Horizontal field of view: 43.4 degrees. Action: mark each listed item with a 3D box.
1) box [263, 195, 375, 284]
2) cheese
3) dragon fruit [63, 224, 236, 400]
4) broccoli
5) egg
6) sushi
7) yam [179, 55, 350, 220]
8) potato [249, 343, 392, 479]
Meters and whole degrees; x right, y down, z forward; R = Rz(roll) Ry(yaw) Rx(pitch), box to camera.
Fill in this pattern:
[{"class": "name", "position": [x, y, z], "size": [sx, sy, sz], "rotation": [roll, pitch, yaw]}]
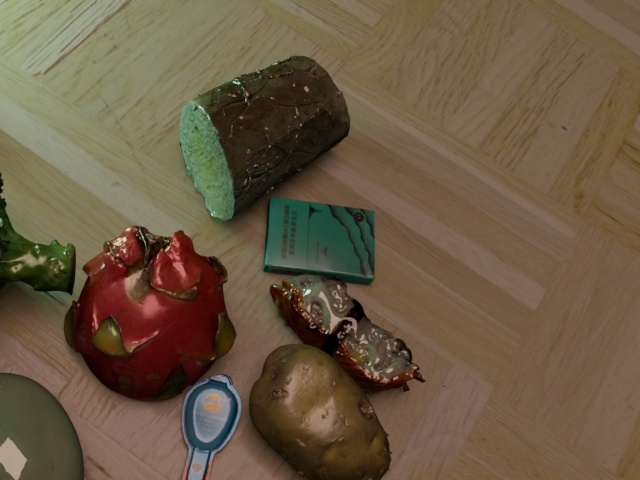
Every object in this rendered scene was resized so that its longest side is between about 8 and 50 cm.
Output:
[{"class": "box", "position": [0.000, 0.000, 1.650], "size": [0.226, 0.042, 0.161], "rotation": [7, 63, -10]}, {"class": "cheese", "position": [-0.206, 0.356, 1.423], "size": [0.106, 0.037, 0.256], "rotation": [15, 63, -5]}, {"class": "dragon fruit", "position": [-0.297, 0.114, 1.417], "size": [0.305, 0.226, 0.306], "rotation": [7, 61, -13]}, {"class": "broccoli", "position": [-0.568, 0.011, 1.365], "size": [0.297, 0.297, 0.298], "rotation": [6, 62, -15]}, {"class": "egg", "position": [-0.484, 0.342, 1.264], "size": [0.202, 0.203, 0.283], "rotation": [-18, 72, -21]}, {"class": "sushi", "position": [0.047, 0.176, 1.524], "size": [0.130, 0.124, 0.332], "rotation": [-38, 78, -25]}, {"class": "yam", "position": [-0.116, -0.221, 1.633], "size": [0.348, 0.241, 0.241], "rotation": [-35, 76, -30]}, {"class": "potato", "position": [0.000, 0.321, 1.430], "size": [0.296, 0.141, 0.191], "rotation": [44, 67, 2]}]
